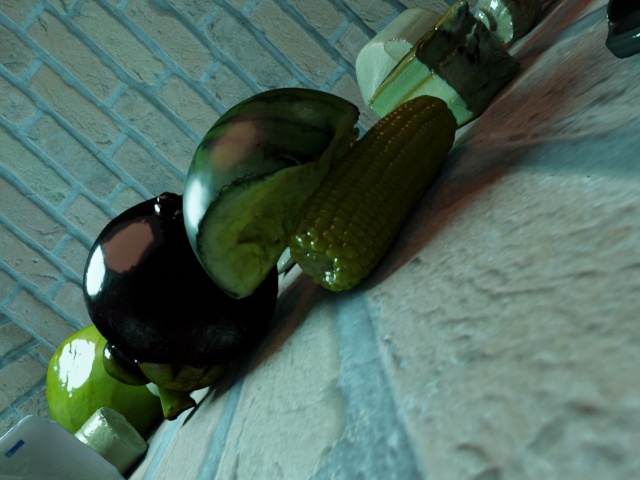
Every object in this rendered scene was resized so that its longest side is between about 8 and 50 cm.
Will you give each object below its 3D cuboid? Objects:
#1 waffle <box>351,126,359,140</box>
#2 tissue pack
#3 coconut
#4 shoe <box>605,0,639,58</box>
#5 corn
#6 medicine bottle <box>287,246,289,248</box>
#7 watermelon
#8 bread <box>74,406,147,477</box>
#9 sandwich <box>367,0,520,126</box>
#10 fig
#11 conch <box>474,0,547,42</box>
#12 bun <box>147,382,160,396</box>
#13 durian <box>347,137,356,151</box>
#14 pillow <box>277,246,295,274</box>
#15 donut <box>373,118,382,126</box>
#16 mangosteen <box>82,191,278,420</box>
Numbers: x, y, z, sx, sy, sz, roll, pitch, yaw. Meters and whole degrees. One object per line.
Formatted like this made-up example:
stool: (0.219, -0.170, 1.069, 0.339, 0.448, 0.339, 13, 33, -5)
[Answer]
waffle: (0.022, -0.214, 1.249, 0.260, 0.069, 0.293, -45, -24, -25)
tissue pack: (-0.550, 0.507, 0.865, 0.338, 0.242, 0.160, -44, 7, 29)
coconut: (0.203, -0.380, 1.061, 0.266, 0.237, 0.237, -44, 6, -17)
shoe: (0.313, -0.262, 0.381, 0.241, 0.093, 0.108, -47, 9, -2)
corn: (0.084, -0.081, 0.653, 0.344, 0.131, 0.131, -50, 7, -30)
medicine bottle: (-0.199, 0.046, 1.522, 0.151, 0.151, 0.323, -42, 10, 38)
watermelon: (-0.087, -0.097, 0.684, 0.331, 0.189, 0.331, -55, 2, 3)
bread: (-0.484, 0.470, 1.019, 0.141, 0.148, 0.134, -50, -31, -15)
sandwich: (0.202, -0.272, 0.811, 0.227, 0.155, 0.198, -46, 8, 22)
fig: (-0.557, 0.398, 1.244, 0.343, 0.343, 0.343, -47, 7, 8)
conch: (0.392, -0.512, 0.925, 0.245, 0.178, 0.163, -33, 46, -5)
bun: (-0.367, 0.311, 1.183, 0.110, 0.164, 0.188, -19, -2, 13)
durian: (0.054, -0.129, 1.073, 0.137, 0.183, 0.249, -12, -12, -24)
pillow: (-0.058, 0.007, 1.312, 0.230, 0.050, 0.148, -51, 3, 3)
donut: (0.194, -0.302, 1.287, 0.199, 0.085, 0.233, -49, 8, -5)
mangosteen: (-0.271, 0.123, 0.930, 0.382, 0.381, 0.436, -65, -15, -66)
